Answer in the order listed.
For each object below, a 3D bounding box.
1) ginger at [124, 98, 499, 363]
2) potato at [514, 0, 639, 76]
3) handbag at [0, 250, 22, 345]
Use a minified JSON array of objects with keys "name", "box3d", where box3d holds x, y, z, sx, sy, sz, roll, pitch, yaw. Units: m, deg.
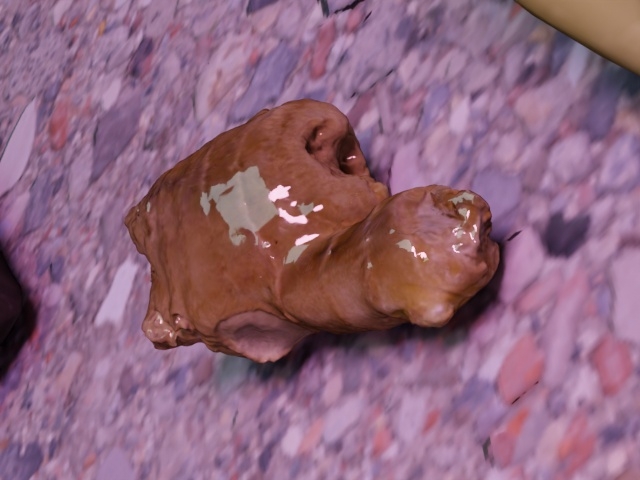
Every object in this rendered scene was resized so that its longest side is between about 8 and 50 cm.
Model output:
[{"name":"ginger","box3d":[0.002,-0.008,0.694,0.165,0.067,0.096,-5,61,42]},{"name":"potato","box3d":[0.072,-0.216,0.462,0.280,0.330,0.213,39,80,22]},{"name":"handbag","box3d":[-0.270,0.077,1.018,0.285,0.113,0.257,-57,22,11]}]
